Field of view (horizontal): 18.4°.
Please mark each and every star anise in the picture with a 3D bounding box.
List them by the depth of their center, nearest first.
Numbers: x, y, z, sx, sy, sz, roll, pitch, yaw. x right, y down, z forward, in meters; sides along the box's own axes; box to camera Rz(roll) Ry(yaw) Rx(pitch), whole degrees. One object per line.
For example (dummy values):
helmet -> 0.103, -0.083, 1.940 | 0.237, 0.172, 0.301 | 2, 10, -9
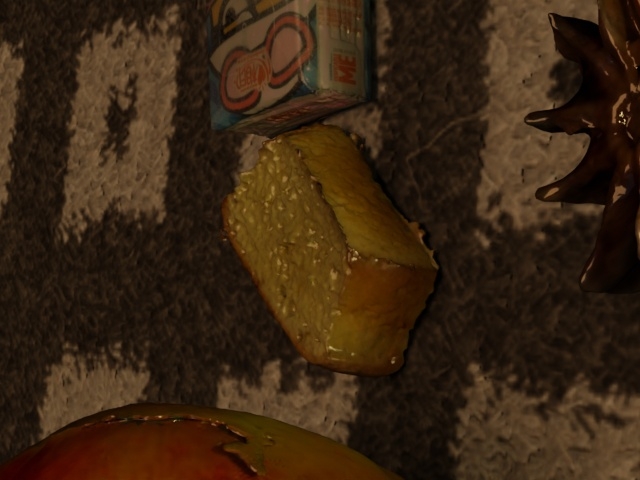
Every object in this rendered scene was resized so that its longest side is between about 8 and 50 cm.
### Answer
star anise -> 0.197, -0.063, 0.936 | 0.214, 0.099, 0.220 | 32, 105, 37

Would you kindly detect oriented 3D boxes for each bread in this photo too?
bread -> 0.000, 0.000, 1.222 | 0.103, 0.065, 0.187 | -63, 38, 33

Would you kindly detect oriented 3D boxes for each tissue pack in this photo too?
tissue pack -> -0.022, -0.154, 1.274 | 0.115, 0.065, 0.155 | -18, 69, 52

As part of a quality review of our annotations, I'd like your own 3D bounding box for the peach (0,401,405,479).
peach -> -0.065, 0.274, 1.022 | 0.370, 0.370, 0.370 | -14, 72, 52
